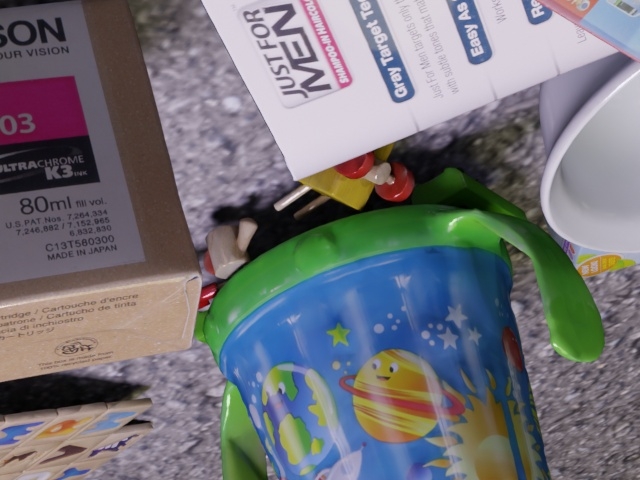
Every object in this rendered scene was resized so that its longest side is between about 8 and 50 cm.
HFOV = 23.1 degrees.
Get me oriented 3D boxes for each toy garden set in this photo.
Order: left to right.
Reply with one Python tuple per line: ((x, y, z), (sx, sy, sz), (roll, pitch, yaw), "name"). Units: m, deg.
((0.000, 0.000, 1.147), (0.244, 0.049, 0.204), (-30, 152, 22), "toy garden set")

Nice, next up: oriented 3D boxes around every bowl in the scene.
((0.256, -0.124, 0.977), (0.297, 0.134, 0.298), (-14, 152, -7), "bowl")

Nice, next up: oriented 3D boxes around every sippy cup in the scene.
((0.056, 0.127, 1.118), (0.240, 0.224, 0.305), (-12, 153, -14), "sippy cup")

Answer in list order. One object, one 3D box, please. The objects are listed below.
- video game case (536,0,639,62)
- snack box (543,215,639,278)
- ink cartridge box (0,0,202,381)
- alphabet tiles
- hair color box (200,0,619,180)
((0.129, -0.200, 0.681), (0.285, 0.025, 0.204), (25, 120, -27), "video game case")
((0.286, -0.056, 1.185), (0.207, 0.070, 0.174), (-13, 153, -7), "snack box")
((-0.198, -0.022, 0.831), (0.234, 0.193, 0.088), (-10, 151, -15), "ink cartridge box")
((-0.304, 0.207, 1.290), (0.285, 0.011, 0.342), (-36, 160, 29), "alphabet tiles")
((0.108, -0.179, 0.787), (0.347, 0.105, 0.174), (-22, 134, 6), "hair color box")
